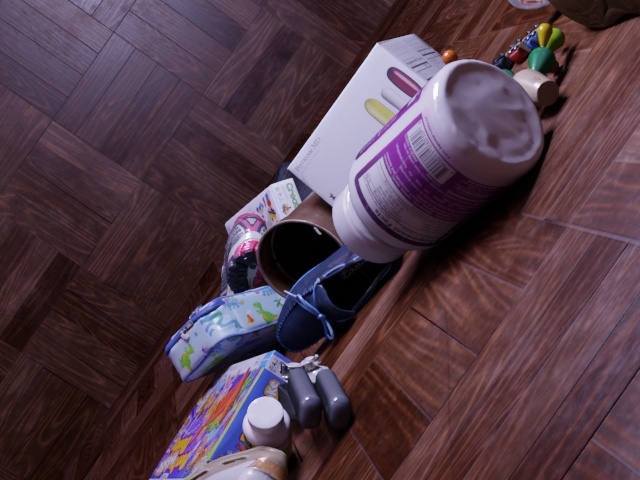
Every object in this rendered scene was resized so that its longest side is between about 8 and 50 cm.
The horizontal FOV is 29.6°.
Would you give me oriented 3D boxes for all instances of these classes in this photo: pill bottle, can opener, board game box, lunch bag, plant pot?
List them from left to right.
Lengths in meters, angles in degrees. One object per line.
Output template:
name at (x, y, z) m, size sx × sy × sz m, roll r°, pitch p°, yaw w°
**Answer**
board game box at (-0.149, 0.307, 1.916) m, size 0.233 × 0.078 × 0.347 m, roll -59°, pitch 10°, yaw -20°
lunch bag at (-0.154, 0.162, 2.118) m, size 0.219 × 0.090 × 0.176 m, roll -15°, pitch -25°, yaw -46°
pill bottle at (-0.071, 0.257, 1.616) m, size 0.116 × 0.065 × 0.065 m, roll 89°, pitch -155°, yaw -53°
board game box at (-0.088, 0.015, 2.297) m, size 0.053 × 0.192 × 0.305 m, roll -19°, pitch -5°, yaw -23°
can opener at (-0.009, 0.213, 1.639) m, size 0.280 × 0.074 × 0.093 m, roll -158°, pitch 68°, yaw -82°
plant pot at (0.000, 0.000, 2.035) m, size 0.167 × 0.167 × 0.165 m, roll -48°, pitch 4°, yaw 36°
pill bottle at (0.141, -0.089, 1.589) m, size 0.301 × 0.169 × 0.169 m, roll -43°, pitch 16°, yaw 50°

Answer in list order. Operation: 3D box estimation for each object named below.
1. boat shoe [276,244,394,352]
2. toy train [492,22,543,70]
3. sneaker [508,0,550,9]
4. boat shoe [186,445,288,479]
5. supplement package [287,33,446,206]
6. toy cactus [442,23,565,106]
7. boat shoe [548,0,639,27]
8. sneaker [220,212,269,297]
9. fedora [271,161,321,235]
boat shoe at (0.015, 0.077, 1.829) m, size 0.258 × 0.109 × 0.089 m, roll -53°, pitch 13°, yaw 23°
toy train at (0.309, -0.295, 1.888) m, size 0.036 × 0.027 × 0.158 m, roll -63°, pitch 12°, yaw -24°
sneaker at (0.398, -0.475, 1.861) m, size 0.302 × 0.108 × 0.121 m, roll -45°, pitch 11°, yaw 12°
boat shoe at (-0.137, 0.358, 1.631) m, size 0.302 × 0.113 × 0.103 m, roll -28°, pitch 26°, yaw 47°
supplement package at (0.103, -0.188, 1.991) m, size 0.262 × 0.145 × 0.204 m, roll -54°, pitch -9°, yaw 23°
toy cactus at (0.259, -0.220, 1.629) m, size 0.219 × 0.112 × 0.180 m, roll -29°, pitch 23°, yaw -12°
boat shoe at (0.373, -0.340, 1.553) m, size 0.089 × 0.104 × 0.285 m, roll -52°, pitch 20°, yaw -6°
sneaker at (-0.126, 0.077, 2.240) m, size 0.299 × 0.121 × 0.112 m, roll 104°, pitch 163°, yaw -48°
fedora at (-0.056, -0.059, 2.475) m, size 0.334 × 0.153 × 0.334 m, roll -53°, pitch 10°, yaw 13°
